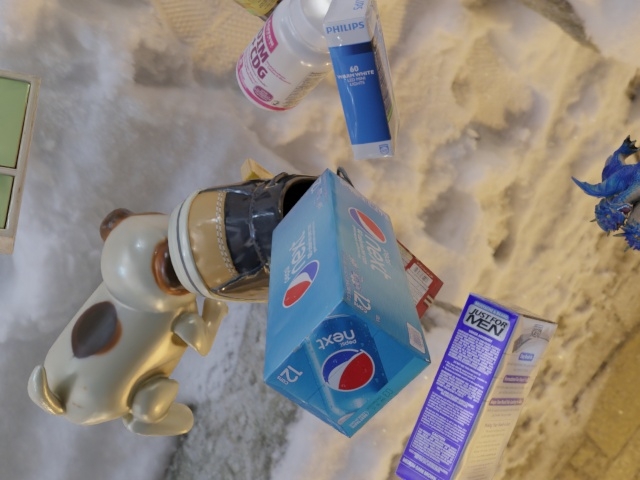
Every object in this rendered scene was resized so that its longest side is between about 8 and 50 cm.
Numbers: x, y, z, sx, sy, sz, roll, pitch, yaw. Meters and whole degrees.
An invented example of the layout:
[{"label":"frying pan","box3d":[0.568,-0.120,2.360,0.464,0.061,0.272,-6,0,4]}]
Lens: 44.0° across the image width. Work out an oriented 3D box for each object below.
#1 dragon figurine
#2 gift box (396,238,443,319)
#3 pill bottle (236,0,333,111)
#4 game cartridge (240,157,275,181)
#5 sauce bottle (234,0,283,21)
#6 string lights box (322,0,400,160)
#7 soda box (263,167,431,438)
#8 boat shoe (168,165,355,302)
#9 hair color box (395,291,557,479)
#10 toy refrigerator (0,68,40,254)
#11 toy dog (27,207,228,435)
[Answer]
[{"label":"dragon figurine","box3d":[0.420,-0.072,1.137,0.144,0.289,0.085,-37,106,3]},{"label":"gift box","box3d":[0.142,0.156,2.022,0.258,0.255,0.276,-48,172,34]},{"label":"pill bottle","box3d":[-0.045,-0.385,1.574,0.160,0.283,0.160,11,67,-26]},{"label":"game cartridge","box3d":[-0.067,-0.090,2.047,0.324,0.285,0.052,39,96,-14]},{"label":"sauce bottle","box3d":[-0.216,-0.609,1.729,0.344,0.111,0.111,28,96,-37]},{"label":"string lights box","box3d":[0.077,-0.286,1.377,0.077,0.133,0.259,-6,125,16]},{"label":"soda box","box3d":[0.011,0.029,0.529,0.067,0.210,0.071,37,108,-16]},{"label":"boat shoe","box3d":[0.000,0.000,1.073,0.500,0.156,0.187,4,75,-64]},{"label":"hair color box","box3d":[0.272,0.271,1.367,0.185,0.110,0.339,17,98,-53]},{"label":"toy refrigerator","box3d":[-0.498,-0.124,1.202,0.102,0.094,0.269,10,69,-20]},{"label":"toy dog","box3d":[-0.368,0.135,1.538,0.395,0.284,0.408,9,110,-49]}]
